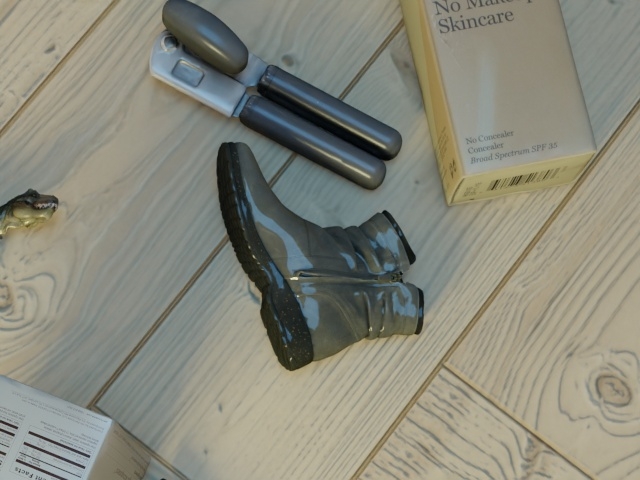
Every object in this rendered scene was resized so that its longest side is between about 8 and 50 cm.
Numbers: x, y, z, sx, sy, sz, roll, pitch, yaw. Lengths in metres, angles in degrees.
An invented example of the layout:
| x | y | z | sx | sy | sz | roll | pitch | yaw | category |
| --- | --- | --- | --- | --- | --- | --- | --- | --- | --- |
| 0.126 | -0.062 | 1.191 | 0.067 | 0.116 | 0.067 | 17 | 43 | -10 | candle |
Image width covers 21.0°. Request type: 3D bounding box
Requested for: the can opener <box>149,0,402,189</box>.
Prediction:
| x | y | z | sx | sy | sz | roll | pitch | yaw | category |
| --- | --- | --- | --- | --- | --- | --- | --- | --- | --- |
| -0.049 | -0.144 | 1.755 | 0.280 | 0.093 | 0.074 | 30 | 76 | -1 | can opener |

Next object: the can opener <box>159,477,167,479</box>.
| x | y | z | sx | sy | sz | roll | pitch | yaw | category |
| --- | --- | --- | --- | --- | --- | --- | --- | --- | --- |
| -0.139 | 0.318 | 1.650 | 0.059 | 0.073 | 0.186 | -11 | 68 | 2 | can opener |

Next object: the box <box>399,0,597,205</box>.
| x | y | z | sx | sy | sz | roll | pitch | yaw | category |
| --- | --- | --- | --- | --- | --- | --- | --- | --- | --- |
| 0.169 | -0.207 | 1.762 | 0.148 | 0.121 | 0.311 | -12 | 78 | -6 | box |

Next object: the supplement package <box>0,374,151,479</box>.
| x | y | z | sx | sy | sz | roll | pitch | yaw | category |
| --- | --- | --- | --- | --- | --- | --- | --- | --- | --- |
| -0.274 | 0.249 | 1.579 | 0.149 | 0.194 | 0.203 | 20 | 76 | 11 | supplement package |

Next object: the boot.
| x | y | z | sx | sy | sz | roll | pitch | yaw | category |
| --- | --- | --- | --- | --- | --- | --- | --- | --- | --- |
| 0.000 | 0.000 | 1.733 | 0.161 | 0.083 | 0.246 | -19 | 84 | -15 | boot |

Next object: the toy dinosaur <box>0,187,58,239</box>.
| x | y | z | sx | sy | sz | roll | pitch | yaw | category |
| --- | --- | --- | --- | --- | --- | --- | --- | --- | --- |
| -0.391 | 0.011 | 1.707 | 0.268 | 0.064 | 0.118 | -3 | 62 | -4 | toy dinosaur |
